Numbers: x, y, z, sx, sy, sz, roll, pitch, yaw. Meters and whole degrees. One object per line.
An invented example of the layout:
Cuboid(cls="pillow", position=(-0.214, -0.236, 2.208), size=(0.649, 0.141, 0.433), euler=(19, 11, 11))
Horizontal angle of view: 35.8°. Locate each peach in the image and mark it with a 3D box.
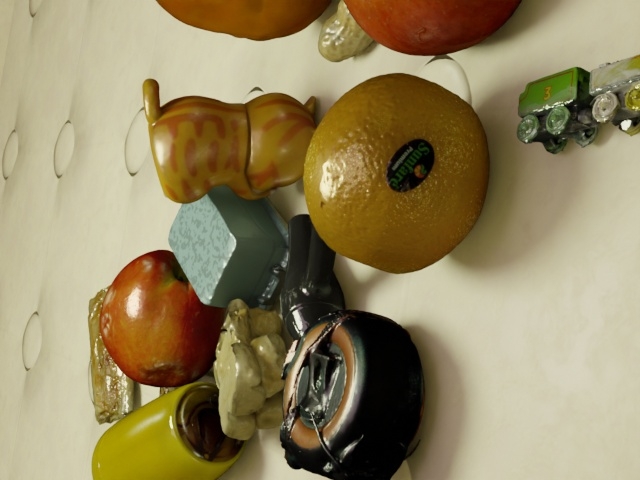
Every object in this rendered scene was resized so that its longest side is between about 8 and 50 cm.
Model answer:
Cuboid(cls="peach", position=(-0.113, -0.472, 1.480), size=(0.302, 0.342, 0.343), euler=(106, 154, -51))
Cuboid(cls="peach", position=(-0.255, 0.139, 1.650), size=(0.243, 0.199, 0.244), euler=(5, 97, 47))

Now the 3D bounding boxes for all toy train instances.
Cuboid(cls="toy train", position=(0.287, -0.146, 1.028), size=(0.202, 0.060, 0.081), euler=(-12, 65, 53))

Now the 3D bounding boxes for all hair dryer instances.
Cuboid(cls="hair dryer", position=(0.000, 0.000, 1.346), size=(0.272, 0.091, 0.236), euler=(105, 163, -49))

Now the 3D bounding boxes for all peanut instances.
Cuboid(cls="peanut", position=(0.054, -0.321, 1.415), size=(0.174, 0.080, 0.080), euler=(-45, 46, 40))

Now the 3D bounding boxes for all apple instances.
Cuboid(cls="apple", position=(0.137, -0.356, 1.186), size=(0.272, 0.206, 0.252), euler=(-46, 49, 39))

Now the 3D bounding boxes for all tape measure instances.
Cuboid(cls="tape measure", position=(0.034, 0.198, 1.248), size=(0.202, 0.135, 0.223), euler=(4, 82, 59))

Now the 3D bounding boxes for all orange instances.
Cuboid(cls="orange", position=(0.089, -0.076, 1.167), size=(0.236, 0.236, 0.236), euler=(-22, 63, 53))

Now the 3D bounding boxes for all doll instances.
Cuboid(cls="doll", position=(-0.134, -0.146, 1.502), size=(0.162, 0.269, 0.167), euler=(103, 161, -43))

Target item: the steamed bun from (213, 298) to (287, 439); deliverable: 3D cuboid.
Cuboid(cls="steamed bun", position=(-0.095, 0.202, 1.479), size=(0.177, 0.106, 0.192), euler=(-111, 30, -58))

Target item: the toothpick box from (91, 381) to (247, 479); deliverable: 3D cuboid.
Cuboid(cls="toothpick box", position=(-0.237, 0.333, 1.595), size=(0.271, 0.175, 0.175), euler=(-38, 51, 42))

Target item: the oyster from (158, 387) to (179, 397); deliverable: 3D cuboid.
Cuboid(cls="oyster", position=(-0.261, 0.267, 1.762), size=(0.105, 0.056, 0.177), euler=(-166, 82, -65))

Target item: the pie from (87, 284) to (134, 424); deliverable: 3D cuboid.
Cuboid(cls="pie", position=(-0.416, 0.234, 1.986), size=(0.128, 0.068, 0.283), euler=(-29, 57, 37))

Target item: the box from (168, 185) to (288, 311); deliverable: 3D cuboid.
Cuboid(cls="box", position=(-0.139, 0.004, 1.572), size=(0.162, 0.130, 0.227), euler=(-62, 40, 25))
